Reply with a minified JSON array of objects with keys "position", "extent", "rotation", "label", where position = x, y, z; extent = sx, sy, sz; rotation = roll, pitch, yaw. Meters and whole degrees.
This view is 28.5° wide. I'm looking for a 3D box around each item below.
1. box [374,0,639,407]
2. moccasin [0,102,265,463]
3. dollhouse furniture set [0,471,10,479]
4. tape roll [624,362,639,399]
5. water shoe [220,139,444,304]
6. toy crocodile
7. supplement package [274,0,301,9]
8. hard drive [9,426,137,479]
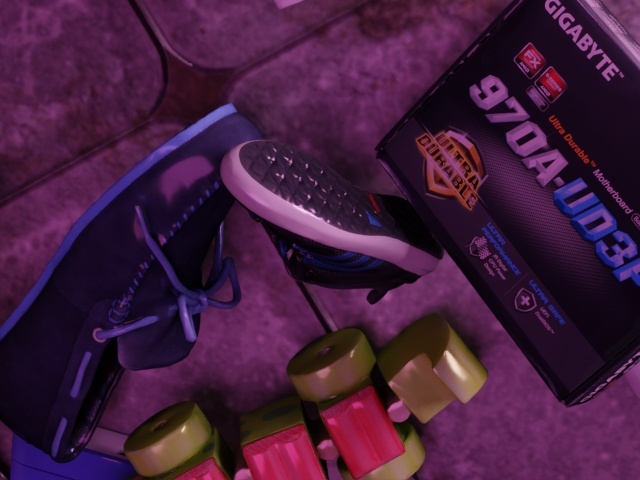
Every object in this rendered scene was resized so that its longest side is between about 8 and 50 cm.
[{"position":[0.159,-0.034,0.797],"extent":[0.175,0.051,0.220],"rotation":[-46,66,26],"label":"box"},{"position":[-0.128,0.041,0.921],"extent":[0.117,0.137,0.342],"rotation":[49,129,8],"label":"moccasin"},{"position":[-0.344,0.219,1.070],"extent":[0.151,0.059,0.076],"rotation":[-12,129,23],"label":"dollhouse furniture set"},{"position":[0.304,0.039,0.830],"extent":[0.219,0.072,0.219],"rotation":[5,112,13],"label":"tape roll"},{"position":[0.000,0.000,0.840],"extent":[0.203,0.073,0.080],"rotation":[22,126,-43],"label":"water shoe"},{"position":[-0.035,0.161,0.926],"extent":[0.340,0.105,0.115],"rotation":[-26,103,4],"label":"toy crocodile"},{"position":[0.044,-0.228,0.770],"extent":[0.179,0.105,0.105],"rotation":[-19,106,20],"label":"supplement package"},{"position":[-0.172,0.315,1.085],"extent":[0.210,0.040,0.319],"rotation":[14,114,9],"label":"hard drive"}]
